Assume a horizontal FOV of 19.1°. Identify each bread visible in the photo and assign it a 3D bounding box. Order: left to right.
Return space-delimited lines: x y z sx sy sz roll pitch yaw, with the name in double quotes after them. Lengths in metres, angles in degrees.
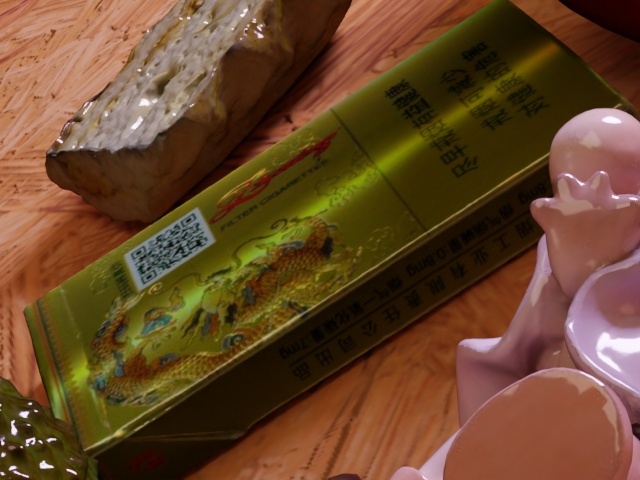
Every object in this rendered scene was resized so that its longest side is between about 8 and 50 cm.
-0.060 -0.109 1.146 0.128 0.088 0.232 -3 46 57 "bread"

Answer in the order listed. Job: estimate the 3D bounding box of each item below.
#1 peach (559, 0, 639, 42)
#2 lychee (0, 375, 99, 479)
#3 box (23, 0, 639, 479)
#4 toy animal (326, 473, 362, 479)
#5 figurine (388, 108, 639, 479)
0.171 -0.208 0.910 0.199 0.243 0.243 -50 32 -17 "peach"
-0.174 0.120 0.814 0.171 0.171 0.171 -25 30 15 "lychee"
0.000 0.000 0.954 0.311 0.043 0.173 -33 29 -1 "box"
-0.023 0.189 0.679 0.149 0.054 0.275 -22 31 25 "toy animal"
0.127 0.046 0.592 0.276 0.133 0.200 -20 51 -36 "figurine"
